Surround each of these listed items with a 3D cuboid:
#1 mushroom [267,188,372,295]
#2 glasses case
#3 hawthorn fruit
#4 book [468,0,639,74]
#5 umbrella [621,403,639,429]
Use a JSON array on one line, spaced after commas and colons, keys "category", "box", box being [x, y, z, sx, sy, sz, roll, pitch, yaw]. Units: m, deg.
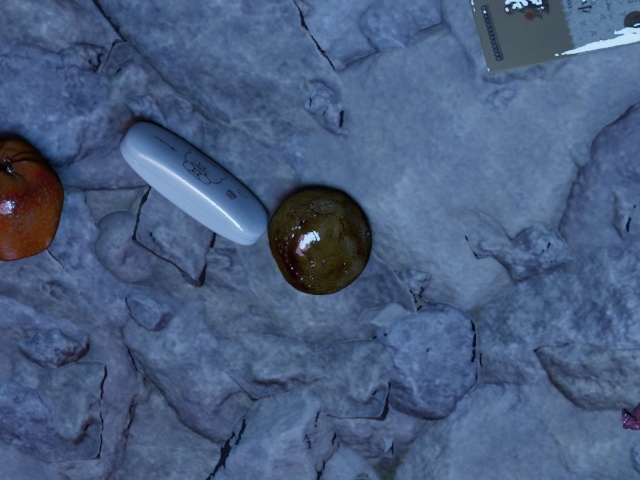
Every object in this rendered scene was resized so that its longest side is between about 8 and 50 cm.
[{"category": "mushroom", "box": [0.000, 0.000, 1.958, 0.127, 0.087, 0.127, -4, 112, -9]}, {"category": "glasses case", "box": [-0.142, -0.064, 1.952, 0.193, 0.074, 0.049, 38, 119, -7]}, {"category": "hawthorn fruit", "box": [-0.359, -0.043, 1.992, 0.133, 0.133, 0.138, 6, 134, 11]}, {"category": "book", "box": [0.254, -0.254, 1.789, 0.199, 0.016, 0.138, -10, 114, 19]}, {"category": "umbrella", "box": [0.400, 0.164, 1.971, 0.027, 0.025, 0.165, 18, 126, -31]}]
